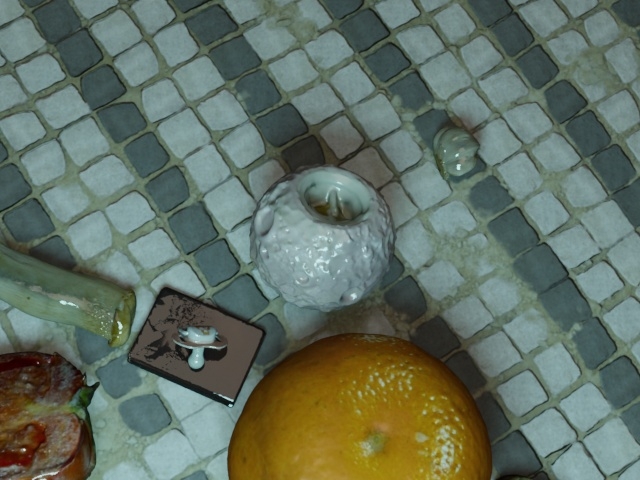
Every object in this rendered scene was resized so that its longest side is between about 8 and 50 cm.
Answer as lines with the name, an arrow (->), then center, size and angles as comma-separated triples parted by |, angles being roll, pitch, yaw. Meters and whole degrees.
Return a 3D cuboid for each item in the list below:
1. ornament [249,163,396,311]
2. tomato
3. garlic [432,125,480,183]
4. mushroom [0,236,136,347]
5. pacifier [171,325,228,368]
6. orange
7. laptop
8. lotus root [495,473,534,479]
ornament -> 0.000, 0.000, 1.757 | 0.259, 0.225, 0.259 | 8, 46, -8
tomato -> -0.499, 0.336, 1.657 | 0.308, 0.170, 0.309 | -5, 38, 4
garlic -> 0.259, -0.173, 1.910 | 0.094, 0.074, 0.113 | -23, 61, -1
mushroom -> -0.483, 0.079, 1.776 | 0.351, 0.095, 0.123 | 26, 54, 3
pacifier -> -0.213, 0.184, 1.756 | 0.099, 0.081, 0.078 | 2, 106, -27
orange -> 0.061, 0.358, 1.606 | 0.423, 0.326, 0.424 | 3, 60, -6
laptop -> -0.218, 0.187, 1.794 | 0.207, 0.026, 0.154 | 23, 71, 2
lotus root -> 0.377, 0.517, 1.714 | 0.170, 0.074, 0.261 | -26, 77, -14
